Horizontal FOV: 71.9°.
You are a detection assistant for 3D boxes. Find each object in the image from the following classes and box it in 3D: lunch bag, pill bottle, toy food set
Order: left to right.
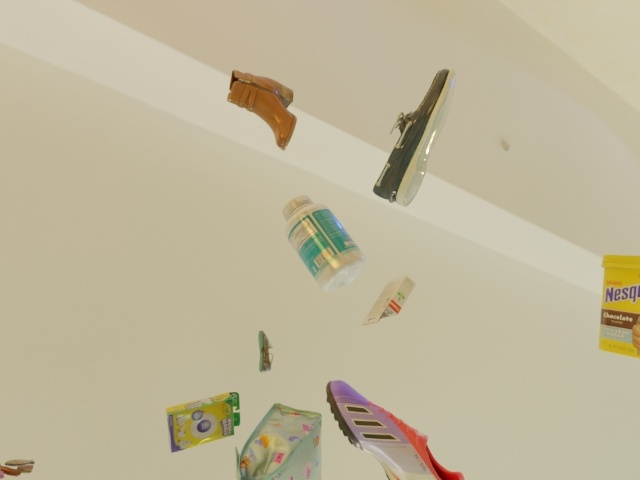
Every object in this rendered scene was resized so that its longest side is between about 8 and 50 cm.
[{"bbox_3d":[-0.708,0.517,0.993,0.122,0.078,0.019,25,-106,-42],"label":"toy food set"},{"bbox_3d":[-0.102,0.536,0.983,0.262,0.160,0.223,-35,-53,-63],"label":"lunch bag"},{"bbox_3d":[0.000,0.000,1.202,0.146,0.146,0.264,-21,-117,-30],"label":"pill bottle"}]

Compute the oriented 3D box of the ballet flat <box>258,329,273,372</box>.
[{"bbox_3d":[-0.146,0.297,1.182,0.041,0.041,0.114,12,-125,-28],"label":"ballet flat"}]

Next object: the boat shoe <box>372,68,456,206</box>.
[{"bbox_3d":[0.170,-0.189,0.800,0.095,0.079,0.254,-8,-59,-61],"label":"boat shoe"}]

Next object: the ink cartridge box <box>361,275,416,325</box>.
[{"bbox_3d":[0.130,0.122,0.841,0.029,0.063,0.115,42,-119,-8],"label":"ink cartridge box"}]

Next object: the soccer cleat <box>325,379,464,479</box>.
[{"bbox_3d":[0.141,0.385,0.870,0.116,0.108,0.318,-42,-96,12],"label":"soccer cleat"}]

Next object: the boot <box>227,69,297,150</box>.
[{"bbox_3d":[-0.138,-0.299,1.010,0.153,0.073,0.197,12,-127,-28],"label":"boot"}]

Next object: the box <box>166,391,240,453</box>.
[{"bbox_3d":[-0.283,0.446,1.092,0.179,0.043,0.105,-7,-77,-28],"label":"box"}]

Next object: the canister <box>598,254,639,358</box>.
[{"bbox_3d":[0.546,0.112,0.749,0.073,0.126,0.169,8,-93,-31],"label":"canister"}]
